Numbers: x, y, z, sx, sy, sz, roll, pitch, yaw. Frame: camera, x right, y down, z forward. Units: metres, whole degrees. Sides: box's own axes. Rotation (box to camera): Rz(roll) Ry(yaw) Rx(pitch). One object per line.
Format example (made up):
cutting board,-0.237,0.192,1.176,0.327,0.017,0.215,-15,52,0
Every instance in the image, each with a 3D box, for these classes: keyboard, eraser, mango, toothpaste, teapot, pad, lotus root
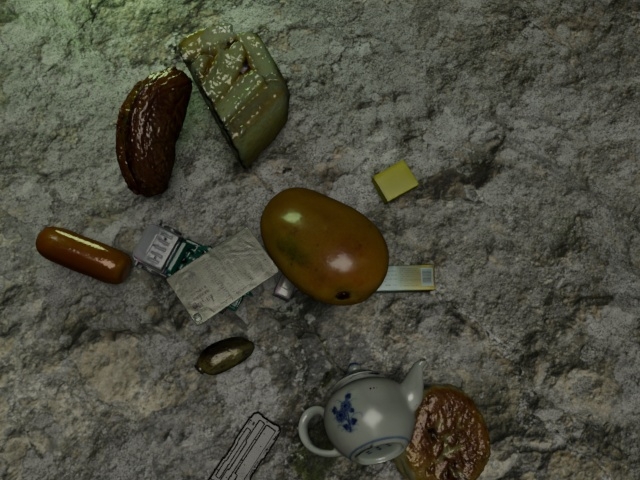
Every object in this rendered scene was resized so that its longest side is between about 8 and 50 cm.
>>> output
keyboard,-0.223,0.625,1.503,0.106,0.016,0.262,34,78,1
eraser,0.238,-0.187,1.686,0.122,0.045,0.097,-30,84,-9
mango,0.000,0.000,1.495,0.300,0.232,0.445,-24,52,-25
toothpaste,0.194,0.120,1.613,0.313,0.071,0.089,-1,82,-6
teapot,0.126,0.465,1.470,0.424,0.252,0.280,-29,47,12
pad,-0.263,0.092,1.419,0.265,0.009,0.159,-34,79,-15
lotus root,-0.278,0.329,1.515,0.179,0.089,0.080,-24,126,-13

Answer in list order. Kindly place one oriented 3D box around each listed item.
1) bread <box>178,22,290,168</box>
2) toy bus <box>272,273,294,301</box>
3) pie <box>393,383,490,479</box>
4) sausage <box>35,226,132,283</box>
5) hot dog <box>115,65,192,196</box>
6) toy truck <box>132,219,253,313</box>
bread,-0.223,-0.447,1.587,0.264,0.239,0.395,-30,85,-10
toy bus,-0.095,0.117,1.580,0.060,0.075,0.122,24,78,-1
pie,0.357,0.584,1.537,0.315,0.092,0.315,1,79,-7
sausage,-0.687,0.041,1.520,0.274,0.105,0.105,22,78,-2
hot dog,-0.497,-0.322,1.530,0.174,0.267,0.387,14,87,-29
toy truck,-0.355,0.077,1.512,0.364,0.178,0.176,27,78,2
